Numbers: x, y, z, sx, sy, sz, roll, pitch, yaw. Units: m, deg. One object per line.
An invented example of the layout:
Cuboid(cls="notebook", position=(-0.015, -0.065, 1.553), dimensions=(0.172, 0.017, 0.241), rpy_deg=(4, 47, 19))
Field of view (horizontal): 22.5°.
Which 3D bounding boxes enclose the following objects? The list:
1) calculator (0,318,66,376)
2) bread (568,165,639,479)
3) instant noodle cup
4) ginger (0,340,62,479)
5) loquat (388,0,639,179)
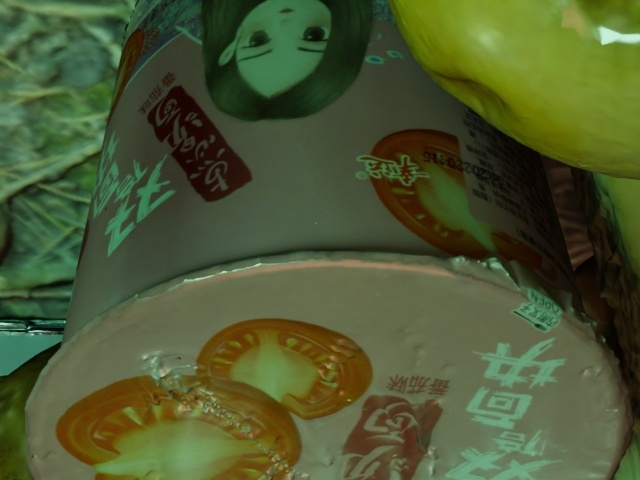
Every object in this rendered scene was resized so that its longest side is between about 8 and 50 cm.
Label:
Cuboid(cls="calculator", position=(-0.140, 0.063, 0.940), dimensions=(0.172, 0.018, 0.057), rpy_deg=(-1, 140, -1))
Cuboid(cls="bread", position=(0.229, 0.018, 0.761), dimensions=(0.211, 0.224, 0.183), rpy_deg=(-9, 146, -4))
Cuboid(cls="instant noodle cup", position=(0.000, 0.000, 0.707), dimensions=(0.243, 0.231, 0.243), rpy_deg=(-1, 140, -1))
Cuboid(cls="ginger", position=(-0.021, 0.148, 0.901), dimensions=(0.254, 0.176, 0.418), rpy_deg=(-19, 152, 22))
Cuboid(cls="loquat", position=(0.119, -0.129, 0.592), dimensions=(0.213, 0.213, 0.213), rpy_deg=(-1, 140, -1))
